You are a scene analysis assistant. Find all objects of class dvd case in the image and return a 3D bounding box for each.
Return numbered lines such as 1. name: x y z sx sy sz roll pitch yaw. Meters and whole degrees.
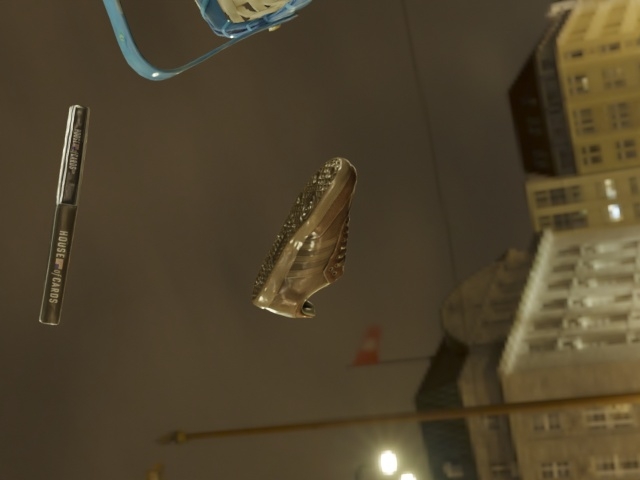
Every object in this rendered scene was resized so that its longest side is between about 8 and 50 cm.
1. dvd case: -0.321 -0.037 1.490 0.239 0.029 0.179 -99 21 -55

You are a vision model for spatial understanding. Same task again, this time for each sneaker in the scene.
1. sneaker: 0.000 0.000 1.175 0.071 0.188 0.066 22 -147 -18

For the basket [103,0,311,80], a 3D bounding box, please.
1. basket: -0.094 -0.302 1.051 0.289 0.201 0.255 -29 -81 -29
